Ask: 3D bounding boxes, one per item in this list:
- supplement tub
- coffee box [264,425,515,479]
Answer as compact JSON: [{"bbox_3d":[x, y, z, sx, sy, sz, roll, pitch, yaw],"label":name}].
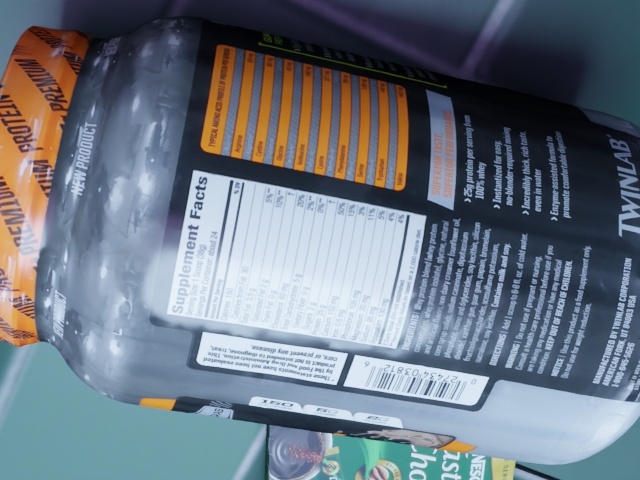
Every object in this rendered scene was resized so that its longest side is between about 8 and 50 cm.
[{"bbox_3d":[0.000,0.000,0.486,0.338,0.207,0.207,11,111,-11],"label":"supplement tub"},{"bbox_3d":[0.051,0.162,0.649,0.184,0.040,0.113,1,112,-7],"label":"coffee box"}]
